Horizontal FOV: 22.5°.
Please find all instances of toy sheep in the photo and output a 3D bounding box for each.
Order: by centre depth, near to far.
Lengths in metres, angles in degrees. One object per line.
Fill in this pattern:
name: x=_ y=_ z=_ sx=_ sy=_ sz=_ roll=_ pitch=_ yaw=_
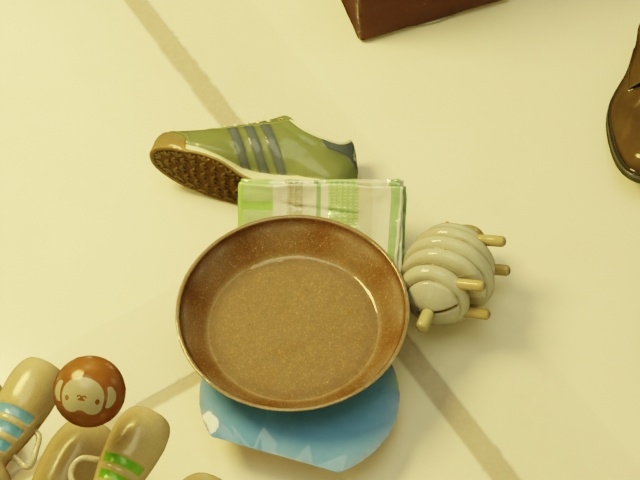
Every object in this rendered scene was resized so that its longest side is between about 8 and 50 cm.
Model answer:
toy sheep: x=0.112 y=0.032 z=1.395 sx=0.091 sy=0.091 sz=0.132 roll=17 pitch=41 yaw=15

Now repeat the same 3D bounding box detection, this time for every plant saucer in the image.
plant saucer: x=-0.023 y=0.067 z=1.369 sx=0.199 sy=0.036 sz=0.198 roll=-1 pitch=55 yaw=2

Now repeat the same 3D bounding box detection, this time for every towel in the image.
towel: x=0.000 y=0.000 z=1.432 sx=0.152 sy=0.023 sz=0.113 roll=1 pitch=86 yaw=5

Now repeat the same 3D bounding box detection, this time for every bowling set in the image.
bowling set: x=-0.213 y=0.180 z=1.234 sx=0.287 sy=0.200 sz=0.154 roll=21 pitch=61 yaw=12

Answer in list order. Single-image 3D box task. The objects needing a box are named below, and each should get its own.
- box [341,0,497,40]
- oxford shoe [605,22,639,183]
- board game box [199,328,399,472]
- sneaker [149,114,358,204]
box: x=0.085 y=-0.341 z=1.587 sx=0.168 sy=0.203 sz=0.167 roll=-17 pitch=55 yaw=-8
oxford shoe: x=0.317 y=-0.154 z=1.507 sx=0.083 sy=0.096 sz=0.227 roll=9 pitch=58 yaw=8
board game box: x=-0.017 y=0.137 z=1.364 sx=0.169 sy=0.033 sz=0.133 roll=14 pitch=51 yaw=11
sneaker: x=-0.055 y=-0.080 z=1.501 sx=0.192 sy=0.064 sz=0.086 roll=16 pitch=57 yaw=8
